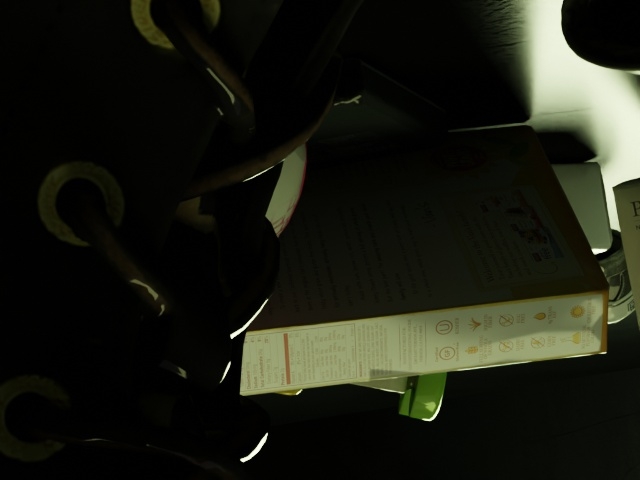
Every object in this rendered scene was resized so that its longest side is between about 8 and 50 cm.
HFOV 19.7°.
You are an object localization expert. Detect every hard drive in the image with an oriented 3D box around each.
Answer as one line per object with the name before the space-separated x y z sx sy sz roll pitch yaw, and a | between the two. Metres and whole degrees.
hard drive | -0.001 -0.059 0.912 0.094 0.022 0.135 -10 171 19

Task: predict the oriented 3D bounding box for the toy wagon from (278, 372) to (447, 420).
toy wagon | -0.042 0.074 1.339 0.267 0.068 0.344 10 175 -1

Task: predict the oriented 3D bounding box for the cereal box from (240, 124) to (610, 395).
cereal box | 0.013 0.008 0.963 0.240 0.047 0.173 -6 -147 -4

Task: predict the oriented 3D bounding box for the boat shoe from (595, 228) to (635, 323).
boat shoe | 0.125 0.015 1.359 0.219 0.078 0.070 -2 141 21

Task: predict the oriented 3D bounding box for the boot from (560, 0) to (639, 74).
boot | 0.229 -0.096 0.741 0.189 0.076 0.208 -18 160 41

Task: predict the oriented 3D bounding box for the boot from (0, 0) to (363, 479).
boot | -0.028 -0.011 0.345 0.377 0.284 0.138 -10 171 26

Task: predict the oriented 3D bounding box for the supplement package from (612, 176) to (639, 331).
supplement package | 0.330 0.006 1.075 0.261 0.145 0.204 -11 -178 24

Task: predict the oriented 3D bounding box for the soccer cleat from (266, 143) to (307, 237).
soccer cleat | -0.149 0.033 0.822 0.331 0.116 0.143 -30 -172 29

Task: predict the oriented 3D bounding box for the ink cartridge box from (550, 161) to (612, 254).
ink cartridge box | 0.000 0.000 1.161 0.332 0.065 0.165 -4 171 -27
